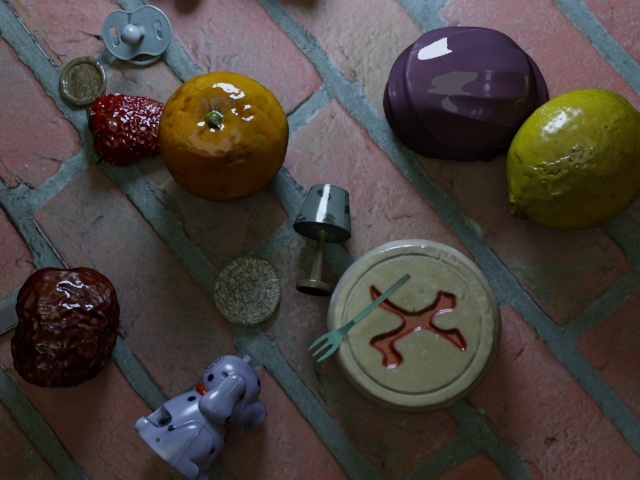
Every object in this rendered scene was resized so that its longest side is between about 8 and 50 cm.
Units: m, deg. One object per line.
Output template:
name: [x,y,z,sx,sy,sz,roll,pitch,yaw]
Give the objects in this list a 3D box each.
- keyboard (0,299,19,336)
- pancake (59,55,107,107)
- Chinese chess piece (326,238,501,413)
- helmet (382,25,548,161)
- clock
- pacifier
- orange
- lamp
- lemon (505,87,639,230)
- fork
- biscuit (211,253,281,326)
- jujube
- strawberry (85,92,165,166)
keyboard: [-0.630,0.150,1.719,0.165,0.017,0.055,-29,78,2]
pancake: [-0.516,-0.344,1.757,0.114,0.011,0.115,-1,83,6]
Chinese chess piece: [0.180,0.165,1.578,0.337,0.140,0.338,-1,84,6]
helmet: [0.289,-0.301,1.587,0.338,0.197,0.271,-1,82,6]
clock: [-0.215,0.337,1.601,0.189,0.189,0.254,43,75,8]
pacifier: [-0.390,-0.427,1.704,0.150,0.117,0.127,-2,110,2]
orange: [-0.191,-0.205,1.604,0.261,0.261,0.261,-1,85,5]
lamp: [0.000,0.000,1.618,0.121,0.121,0.215,7,74,6]
lemon: [0.479,-0.147,1.527,0.310,0.253,0.253,-37,82,3]
fork: [0.078,0.142,1.515,0.235,0.021,0.039,-39,86,1]
biscuit: [-0.152,0.104,1.675,0.152,0.020,0.152,0,86,6]
jujube: [-0.503,0.169,1.606,0.212,0.213,0.232,4,92,6]
strawberry: [-0.394,-0.250,1.699,0.208,0.087,0.167,-18,82,2]
